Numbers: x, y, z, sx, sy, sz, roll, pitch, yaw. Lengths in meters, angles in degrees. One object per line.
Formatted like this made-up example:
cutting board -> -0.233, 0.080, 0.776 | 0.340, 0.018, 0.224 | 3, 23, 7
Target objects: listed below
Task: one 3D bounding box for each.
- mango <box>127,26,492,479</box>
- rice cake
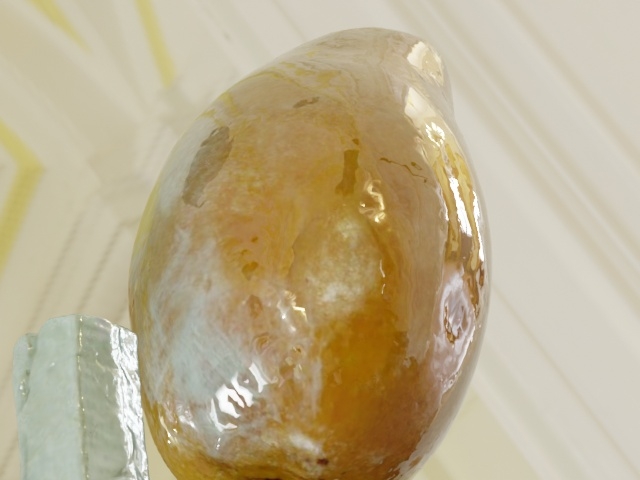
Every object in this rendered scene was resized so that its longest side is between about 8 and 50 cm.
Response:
mango -> 0.000, 0.000, 0.943 | 0.384, 0.199, 0.221 | -73, 5, -47
rice cake -> -0.070, 0.143, 0.549 | 0.042, 0.245, 0.045 | -19, -24, 22
